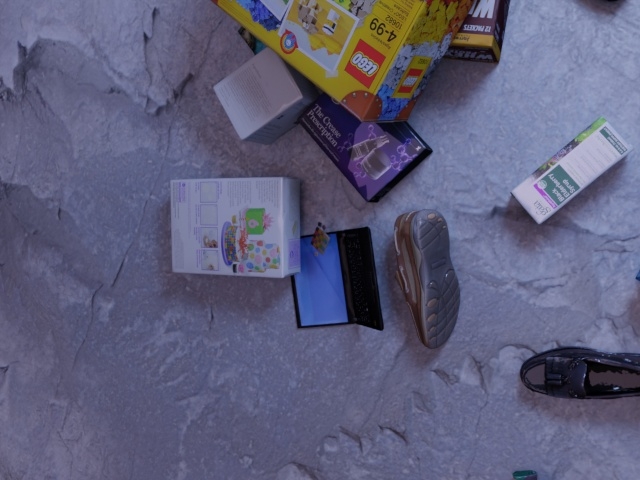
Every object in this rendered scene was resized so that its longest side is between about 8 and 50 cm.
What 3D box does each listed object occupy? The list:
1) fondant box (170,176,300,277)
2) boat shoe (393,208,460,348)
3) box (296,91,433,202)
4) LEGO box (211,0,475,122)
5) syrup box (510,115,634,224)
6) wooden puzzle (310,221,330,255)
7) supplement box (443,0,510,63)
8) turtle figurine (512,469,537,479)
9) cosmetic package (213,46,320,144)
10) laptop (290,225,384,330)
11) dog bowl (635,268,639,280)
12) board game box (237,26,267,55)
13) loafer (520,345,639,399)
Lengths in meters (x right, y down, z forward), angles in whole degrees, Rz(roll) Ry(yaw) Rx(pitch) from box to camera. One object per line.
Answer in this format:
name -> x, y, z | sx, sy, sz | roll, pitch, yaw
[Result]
fondant box -> -0.214, -0.036, 1.617 | 0.330, 0.096, 0.238 | 2, 94, 26
boat shoe -> 0.235, 0.085, 1.484 | 0.116, 0.123, 0.325 | 8, 107, 52
box -> 0.102, -0.244, 1.506 | 0.184, 0.103, 0.261 | -43, 80, 14
LEGO box -> 0.041, -0.529, 1.291 | 0.500, 0.193, 0.373 | 43, 121, 23
syrup box -> 0.522, -0.143, 1.364 | 0.237, 0.096, 0.093 | -42, 80, 16
wooden puzzle -> 0.000, 0.000, 1.531 | 0.049, 0.006, 0.083 | 44, 126, 35
supplement box -> 0.320, -0.490, 1.362 | 0.129, 0.191, 0.194 | 11, 98, 19
turtle figurine -> 0.479, 0.637, 1.425 | 0.175, 0.118, 0.234 | -6, 90, 60
cosmetic package -> -0.120, -0.343, 1.549 | 0.183, 0.151, 0.151 | -31, 83, 20
laptop -> 0.027, 0.096, 1.533 | 0.136, 0.264, 0.234 | -9, 91, -17
dog bowl -> 0.777, 0.070, 1.259 | 0.297, 0.166, 0.074 | 11, 86, 19
board game box -> -0.106, -0.530, 1.583 | 0.186, 0.026, 0.126 | -41, 80, 27
loafer -> 0.576, 0.284, 1.372 | 0.302, 0.095, 0.109 | -4, 92, 20
